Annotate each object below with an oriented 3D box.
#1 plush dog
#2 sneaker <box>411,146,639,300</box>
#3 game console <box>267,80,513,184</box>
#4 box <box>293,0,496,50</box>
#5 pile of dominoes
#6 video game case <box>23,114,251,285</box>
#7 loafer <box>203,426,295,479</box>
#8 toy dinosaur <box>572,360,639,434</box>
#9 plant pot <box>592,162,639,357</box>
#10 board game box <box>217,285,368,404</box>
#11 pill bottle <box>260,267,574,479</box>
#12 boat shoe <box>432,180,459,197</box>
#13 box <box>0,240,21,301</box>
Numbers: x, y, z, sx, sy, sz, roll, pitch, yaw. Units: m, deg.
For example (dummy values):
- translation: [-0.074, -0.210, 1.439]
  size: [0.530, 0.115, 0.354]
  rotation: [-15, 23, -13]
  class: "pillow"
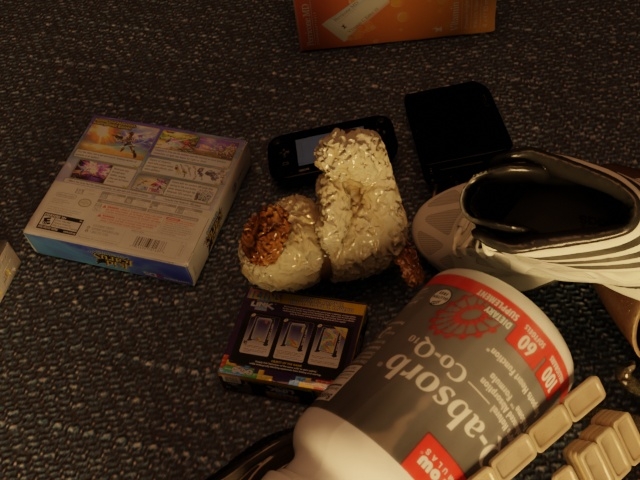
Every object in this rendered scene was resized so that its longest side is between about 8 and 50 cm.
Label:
- translation: [0.000, 0.000, 1.175]
  size: [0.225, 0.262, 0.210]
  rotation: [-20, 74, -4]
  class: "plush dog"
- translation: [0.216, -0.040, 1.024]
  size: [0.447, 0.257, 0.169]
  rotation: [4, 76, 54]
  class: "sneaker"
- translation: [0.098, -0.147, 1.346]
  size: [0.361, 0.044, 0.213]
  rotation: [-12, 38, 4]
  class: "game console"
- translation: [0.120, -0.473, 1.505]
  size: [0.345, 0.215, 0.168]
  rotation: [-5, 53, 4]
  class: "box"
- translation: [0.261, 0.284, 0.962]
  size: [0.251, 0.040, 0.196]
  rotation: [-31, 99, -26]
  class: "pile of dominoes"
- translation: [-0.272, -0.067, 1.345]
  size: [0.270, 0.061, 0.244]
  rotation: [11, 57, 15]
  class: "video game case"
- translation: [-0.086, 0.298, 1.052]
  size: [0.220, 0.080, 0.078]
  rotation: [-30, 88, -17]
  class: "loafer"
- translation: [0.439, 0.200, 1.018]
  size: [0.314, 0.121, 0.160]
  rotation: [-21, 86, 8]
  class: "toy dinosaur"
- translation: [0.421, 0.004, 1.135]
  size: [0.215, 0.215, 0.230]
  rotation: [-22, 43, -10]
  class: "plant pot"
- translation: [-0.033, 0.140, 1.170]
  size: [0.170, 0.048, 0.141]
  rotation: [8, 53, 14]
  class: "board game box"
- translation: [0.102, 0.218, 0.993]
  size: [0.210, 0.210, 0.363]
  rotation: [33, 64, 27]
  class: "pill bottle"
- translation: [0.182, -0.047, 1.284]
  size: [0.050, 0.045, 0.135]
  rotation: [-4, 53, 4]
  class: "boat shoe"
- translation: [-0.564, 0.094, 1.263]
  size: [0.183, 0.056, 0.231]
  rotation: [8, 55, 12]
  class: "box"
